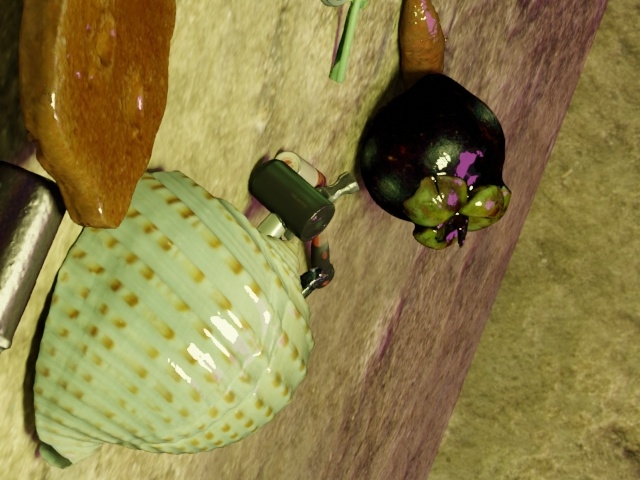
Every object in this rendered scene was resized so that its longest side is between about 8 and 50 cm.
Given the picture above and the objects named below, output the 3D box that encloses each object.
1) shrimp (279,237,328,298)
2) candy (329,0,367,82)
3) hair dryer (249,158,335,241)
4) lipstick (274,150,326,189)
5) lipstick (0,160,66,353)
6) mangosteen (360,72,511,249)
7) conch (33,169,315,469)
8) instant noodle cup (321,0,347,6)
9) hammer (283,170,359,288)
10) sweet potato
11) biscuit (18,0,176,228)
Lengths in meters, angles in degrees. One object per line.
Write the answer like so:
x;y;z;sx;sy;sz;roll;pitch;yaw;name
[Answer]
-0.049;0.051;1.889;0.051;0.198;0.262;53;39;-17;shrimp
0.042;-0.299;1.935;0.077;0.073;0.262;-31;149;-37;candy
-0.082;0.002;1.871;0.197;0.100;0.057;-48;158;-5;hair dryer
-0.025;-0.083;1.992;0.131;0.038;0.038;32;79;-74;lipstick
-0.290;0.079;1.261;0.081;0.081;0.299;55;55;-70;lipstick
0.171;-0.109;2.259;0.243;0.243;0.243;-58;160;-35;mangosteen
-0.132;0.098;1.580;0.319;0.215;0.303;-61;151;-31;conch
-0.016;-0.334;1.566;0.208;0.126;0.177;73;40;-64;instant noodle cup
0.000;0.000;2.121;0.111;0.033;0.287;-31;160;-10;hammer
0.152;-0.266;2.289;0.314;0.072;0.066;79;13;-58;sweet potato
-0.181;-0.163;1.279;0.257;0.049;0.273;73;25;-55;biscuit
